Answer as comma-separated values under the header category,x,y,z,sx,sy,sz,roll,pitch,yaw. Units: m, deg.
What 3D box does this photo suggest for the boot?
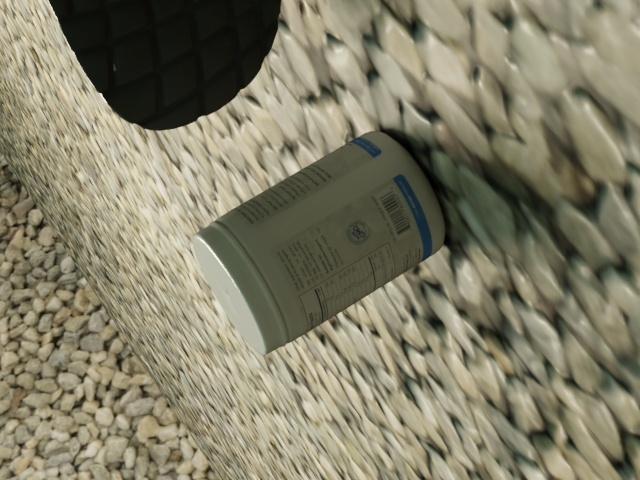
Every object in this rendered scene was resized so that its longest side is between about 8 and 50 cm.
category,x,y,z,sx,sy,sz,roll,pitch,yaw
boot,-0.124,-0.237,0.644,0.223,0.118,0.338,-133,25,-61

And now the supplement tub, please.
category,x,y,z,sx,sy,sz,roll,pitch,yaw
supplement tub,0.000,0.000,0.637,0.071,0.107,0.071,54,165,22
